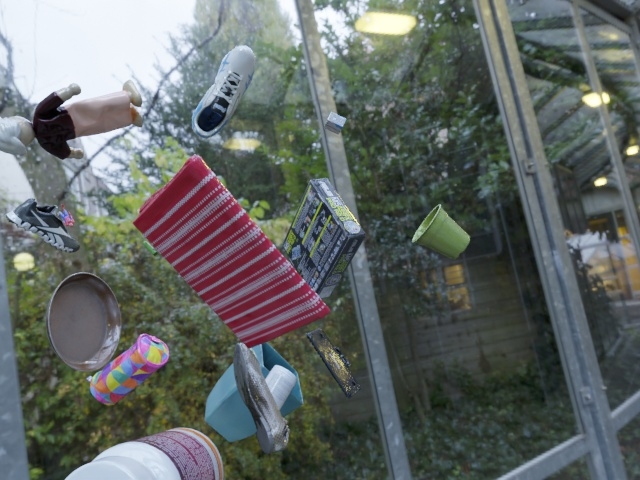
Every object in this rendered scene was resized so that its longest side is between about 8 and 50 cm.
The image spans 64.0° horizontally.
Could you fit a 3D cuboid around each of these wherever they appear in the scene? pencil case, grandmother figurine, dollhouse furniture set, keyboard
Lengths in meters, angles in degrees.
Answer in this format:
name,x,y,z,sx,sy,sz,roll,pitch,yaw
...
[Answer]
name,x,y,z,sx,sy,sz,roll,pitch,yaw
pencil case,-0.496,0.332,1.319,0.236,0.104,0.104,-36,-18,23
grandmother figurine,-0.598,-0.277,1.210,0.343,0.104,0.207,-26,-41,-37
dollhouse furniture set,-0.547,-0.016,1.806,0.152,0.058,0.076,-43,-4,-14
keyboard,0.034,0.295,1.247,0.023,0.180,0.108,-39,-13,20

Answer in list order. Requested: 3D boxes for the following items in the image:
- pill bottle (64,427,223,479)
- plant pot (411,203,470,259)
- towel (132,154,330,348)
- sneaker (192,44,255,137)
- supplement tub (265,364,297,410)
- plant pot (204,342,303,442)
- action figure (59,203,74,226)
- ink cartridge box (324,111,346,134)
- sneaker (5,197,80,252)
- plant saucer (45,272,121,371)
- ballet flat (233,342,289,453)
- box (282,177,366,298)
name,x,y,z,sx,sy,sz,roll,pitch,yaw
pill bottle,-0.368,0.533,1.083,0.224,0.223,0.392,-11,-15,4
plant pot,0.219,-0.008,0.907,0.083,0.079,0.083,-55,-1,-1
towel,-0.133,0.027,0.723,0.199,0.274,0.031,-31,14,43
sneaker,-0.221,-0.341,1.195,0.085,0.086,0.237,25,-71,-30
supplement tub,-0.111,0.363,1.227,0.107,0.071,0.071,-54,16,-29
plant pot,-0.197,0.426,1.412,0.234,0.165,0.165,-39,18,4
action figure,-0.925,-0.087,1.856,0.038,0.115,0.030,-28,-30,-30
ink cartridge box,0.040,-0.329,1.454,0.048,0.028,0.083,25,-10,-4
sneaker,-0.801,-0.047,1.530,0.078,0.106,0.234,34,-8,41
plant saucer,-0.749,0.256,1.610,0.050,0.310,0.311,-9,-7,16
ballet flat,-0.120,0.309,1.031,0.058,0.249,0.084,-4,-50,-29
box,0.000,0.000,1.405,0.060,0.216,0.270,-9,-38,-33
